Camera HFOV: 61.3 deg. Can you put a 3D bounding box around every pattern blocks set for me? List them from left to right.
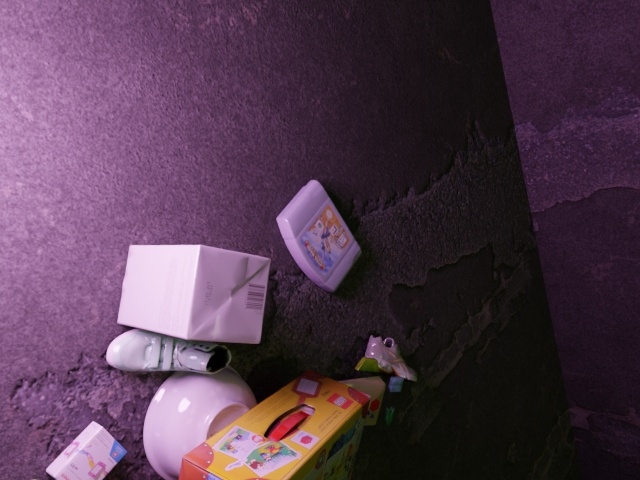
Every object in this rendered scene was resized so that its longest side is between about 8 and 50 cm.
[{"bbox_3d":[0.110,0.490,1.636,0.324,0.026,0.285,22,89,-35],"label":"pattern blocks set"}]

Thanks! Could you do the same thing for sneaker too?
[{"bbox_3d":[-0.319,0.244,1.179,0.256,0.151,0.094,6,87,-43],"label":"sneaker"},{"bbox_3d":[0.243,0.389,1.780,0.262,0.099,0.121,32,63,-41],"label":"sneaker"}]

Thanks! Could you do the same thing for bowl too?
[{"bbox_3d":[-0.246,0.436,1.265,0.297,0.134,0.298,1,89,-45],"label":"bowl"}]

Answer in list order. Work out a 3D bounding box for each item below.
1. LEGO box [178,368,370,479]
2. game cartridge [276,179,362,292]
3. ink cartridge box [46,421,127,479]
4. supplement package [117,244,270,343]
[{"bbox_3d":[-0.100,0.563,1.206,0.500,0.193,0.373,-15,119,-62],"label":"LEGO box"},{"bbox_3d":[0.000,0.000,1.567,0.297,0.062,0.198,56,50,-29],"label":"game cartridge"},{"bbox_3d":[-0.472,0.447,1.095,0.122,0.052,0.088,-48,122,-32],"label":"ink cartridge box"},{"bbox_3d":[-0.269,0.107,1.128,0.175,0.293,0.178,13,81,-44],"label":"supplement package"}]
